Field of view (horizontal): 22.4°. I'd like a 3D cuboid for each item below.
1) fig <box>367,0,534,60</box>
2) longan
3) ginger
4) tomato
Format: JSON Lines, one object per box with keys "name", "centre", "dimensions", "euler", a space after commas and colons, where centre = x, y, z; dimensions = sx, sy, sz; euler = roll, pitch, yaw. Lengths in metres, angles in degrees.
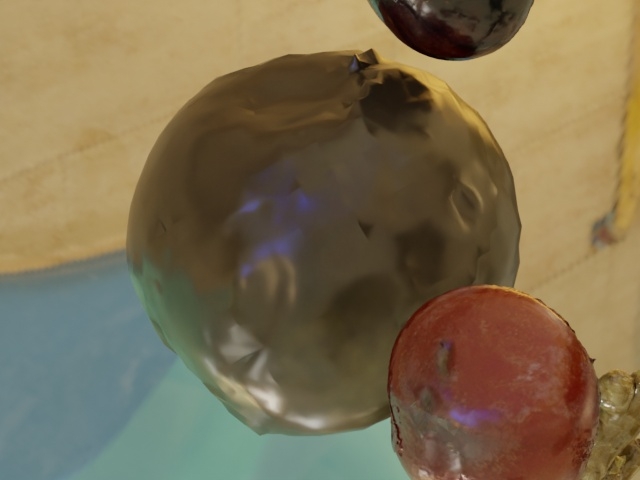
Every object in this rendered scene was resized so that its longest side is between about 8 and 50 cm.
{"name": "fig", "centre": [0.097, -0.294, 1.563], "dimensions": [0.249, 0.203, 0.186], "euler": [36, 120, -26]}
{"name": "longan", "centre": [0.005, -0.007, 1.661], "dimensions": [0.404, 0.436, 0.404], "euler": [0, 94, -7]}
{"name": "ginger", "centre": [0.293, 0.214, 1.633], "dimensions": [0.176, 0.052, 0.193], "euler": [-58, 146, 1]}
{"name": "tomato", "centre": [0.128, 0.135, 1.286], "dimensions": [0.099, 0.173, 0.189], "euler": [-11, 109, -63]}
